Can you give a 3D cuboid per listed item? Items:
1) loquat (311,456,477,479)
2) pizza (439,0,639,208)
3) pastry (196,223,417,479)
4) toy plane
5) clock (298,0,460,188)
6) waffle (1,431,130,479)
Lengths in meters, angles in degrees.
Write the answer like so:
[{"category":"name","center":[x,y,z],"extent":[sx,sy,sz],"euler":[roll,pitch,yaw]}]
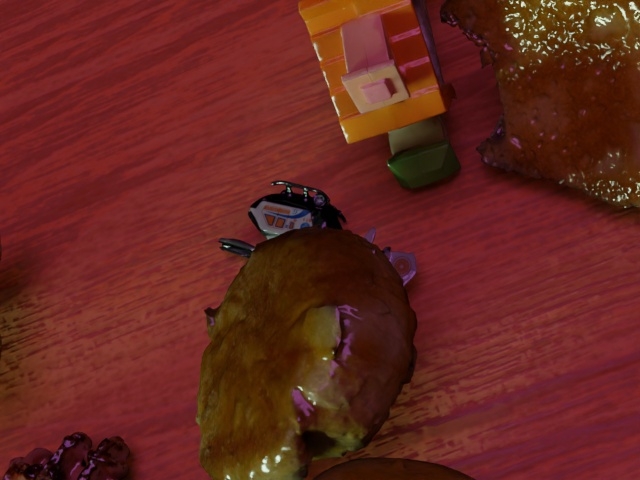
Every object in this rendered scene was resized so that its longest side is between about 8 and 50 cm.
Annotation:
[{"category":"loquat","center":[0.056,0.218,0.596],"extent":[0.204,0.172,0.149],"euler":[-34,48,54]},{"category":"pizza","center":[0.222,-0.160,0.757],"extent":[0.223,0.323,0.089],"euler":[-7,17,42]},{"category":"pastry","center":[-0.018,0.087,0.704],"extent":[0.218,0.100,0.229],"euler":[-45,36,34]},{"category":"toy plane","center":[0.001,-0.001,0.825],"extent":[0.197,0.053,0.078],"euler":[18,76,27]},{"category":"clock","center":[0.059,-0.200,0.813],"extent":[0.106,0.220,0.255],"euler":[-17,58,16]},{"category":"waffle","center":[-0.233,0.279,0.735],"extent":[0.221,0.055,0.234],"euler":[-25,52,5]}]
